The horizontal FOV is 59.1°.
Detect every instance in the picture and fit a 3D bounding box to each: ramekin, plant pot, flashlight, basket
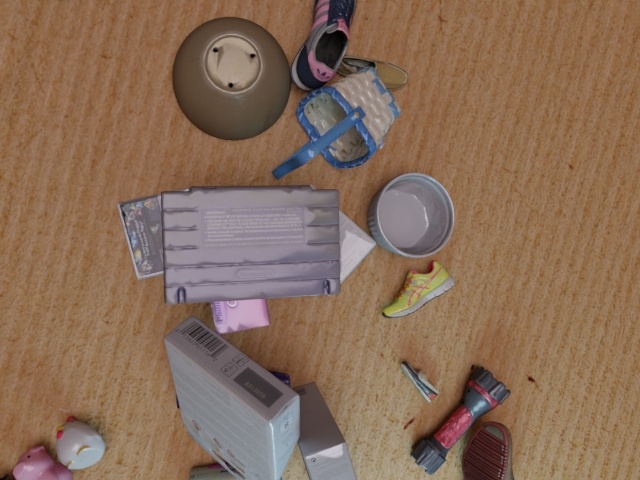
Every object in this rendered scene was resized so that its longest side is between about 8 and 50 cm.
[{"bbox_3d":[0.214,-0.059,1.394,0.207,0.109,0.207,1,86,-18],"label":"ramekin"},{"bbox_3d":[-0.199,-0.378,1.278,0.284,0.191,0.284,-1,95,-8],"label":"plant pot"},{"bbox_3d":[0.360,0.473,1.475,0.103,0.103,0.304,44,86,-11],"label":"flashlight"},{"bbox_3d":[0.027,-0.248,1.292,0.289,0.255,0.201,-37,101,-16],"label":"basket"}]

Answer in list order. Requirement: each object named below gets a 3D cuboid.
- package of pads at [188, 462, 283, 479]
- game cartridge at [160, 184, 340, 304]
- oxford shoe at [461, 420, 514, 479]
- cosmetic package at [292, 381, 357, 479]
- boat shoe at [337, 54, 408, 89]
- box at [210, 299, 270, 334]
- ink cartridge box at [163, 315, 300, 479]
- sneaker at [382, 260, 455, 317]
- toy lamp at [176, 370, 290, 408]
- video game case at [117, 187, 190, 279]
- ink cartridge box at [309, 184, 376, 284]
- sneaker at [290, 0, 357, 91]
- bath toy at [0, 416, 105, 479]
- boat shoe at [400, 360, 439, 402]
[{"bbox_3d":[-0.194,0.701,1.407,0.229,0.101,0.296,-7,96,-7],"label":"package of pads"},{"bbox_3d":[-0.136,0.004,1.140,0.355,0.068,0.230,-2,90,-14],"label":"game cartridge"},{"bbox_3d":[0.455,0.620,1.493,0.130,0.123,0.348,-8,114,-35],"label":"oxford shoe"},{"bbox_3d":[0.015,0.522,1.285,0.097,0.377,0.284,-15,97,-9],"label":"cosmetic package"},{"bbox_3d":[0.130,-0.414,1.386,0.190,0.072,0.068,7,93,-9],"label":"boat shoe"},{"bbox_3d":[-0.196,0.075,1.286,0.117,0.243,0.213,-10,95,-8],"label":"box"},{"bbox_3d":[-0.182,0.383,1.219,0.091,0.308,0.385,-39,144,-36],"label":"ink cartridge box"},{"bbox_3d":[0.237,0.125,1.448,0.208,0.081,0.094,-31,91,-12],"label":"sneaker"},{"bbox_3d":[-0.212,0.364,1.390,0.275,0.080,0.080,-1,95,-9],"label":"toy lamp"},{"bbox_3d":[-0.379,-0.016,1.362,0.173,0.022,0.190,-14,97,-8],"label":"video game case"},{"bbox_3d":[0.000,0.000,1.419,0.225,0.056,0.181,42,87,8],"label":"ink cartridge box"},{"bbox_3d":[0.039,-0.501,1.316,0.112,0.131,0.319,21,82,-31],"label":"sneaker"},{"bbox_3d":[-0.663,0.549,1.315,0.348,0.129,0.151,-45,144,-1],"label":"bath toy"},{"bbox_3d":[0.260,0.364,1.479,0.043,0.049,0.137,-40,102,-7],"label":"boat shoe"}]
